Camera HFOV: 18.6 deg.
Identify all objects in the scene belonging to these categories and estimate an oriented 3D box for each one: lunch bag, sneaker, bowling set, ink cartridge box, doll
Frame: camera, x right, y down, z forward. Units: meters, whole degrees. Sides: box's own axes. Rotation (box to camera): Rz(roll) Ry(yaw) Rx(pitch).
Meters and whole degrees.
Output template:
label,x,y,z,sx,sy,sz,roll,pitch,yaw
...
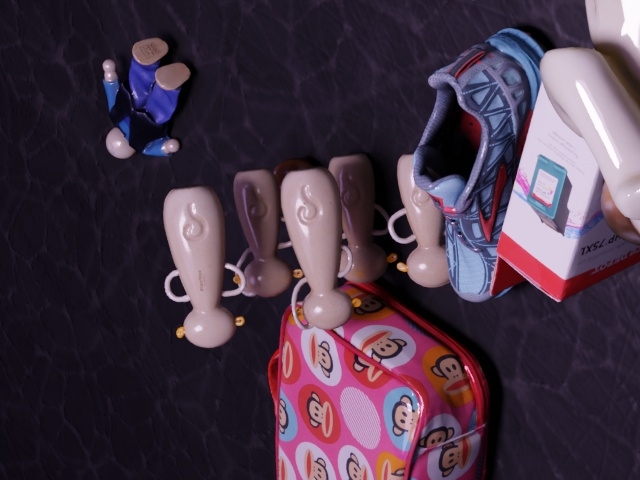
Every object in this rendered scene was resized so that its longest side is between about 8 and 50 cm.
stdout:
label,x,y,z,sx,sy,sz,roll,pitch,yaw
lunch bag,0.041,0.193,1.938,0.258,0.120,0.293,35,134,39
sneaker,0.122,-0.055,1.693,0.104,0.125,0.262,32,131,41
bowling set,0.000,0.000,1.880,0.200,0.287,0.154,-57,-41,-81
ink cartridge box,0.224,-0.044,1.559,0.078,0.134,0.231,41,137,32
doll,-0.198,-0.149,2.133,0.129,0.046,0.189,48,148,11

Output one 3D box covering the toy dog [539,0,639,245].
label,x,y,z,sx,sy,sz,roll,pitch,yaw
toy dog,0.265,-0.146,1.302,0.395,0.285,0.408,-95,-10,-61
